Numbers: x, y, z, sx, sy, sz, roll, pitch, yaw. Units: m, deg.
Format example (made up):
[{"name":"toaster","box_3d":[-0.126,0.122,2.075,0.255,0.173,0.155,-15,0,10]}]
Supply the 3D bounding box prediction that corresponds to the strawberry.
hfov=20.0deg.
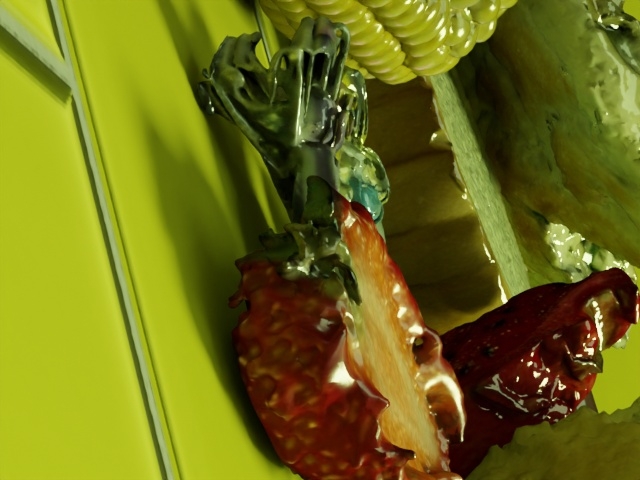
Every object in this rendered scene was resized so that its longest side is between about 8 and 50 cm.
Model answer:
[{"name":"strawberry","box_3d":[0.009,0.042,0.589,0.152,0.048,0.104,61,21,-50]}]

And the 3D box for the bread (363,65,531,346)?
[{"name":"bread","box_3d":[0.053,-0.031,0.970,0.236,0.070,0.236,-19,90,-81]}]

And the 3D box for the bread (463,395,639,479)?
[{"name":"bread","box_3d":[0.136,0.163,0.735,0.245,0.174,0.121,-100,170,-64]}]

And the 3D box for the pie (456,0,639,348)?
[{"name":"pie","box_3d":[0.116,-0.074,1.101,0.337,0.075,0.337,49,-20,25]}]

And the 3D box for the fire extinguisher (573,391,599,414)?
[{"name":"fire extinguisher","box_3d":[0.196,0.195,1.437,0.099,0.071,0.231,127,-50,-66]}]

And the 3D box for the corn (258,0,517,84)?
[{"name":"corn","box_3d":[0.001,-0.160,0.727,0.347,0.130,0.130,37,35,-64]}]

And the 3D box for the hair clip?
[{"name":"hair clip","box_3d":[0.000,0.000,0.677,0.116,0.049,0.172,-71,152,-54]}]

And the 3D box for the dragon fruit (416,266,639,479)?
[{"name":"dragon fruit","box_3d":[0.088,0.055,0.831,0.063,0.131,0.097,53,13,-51]}]
